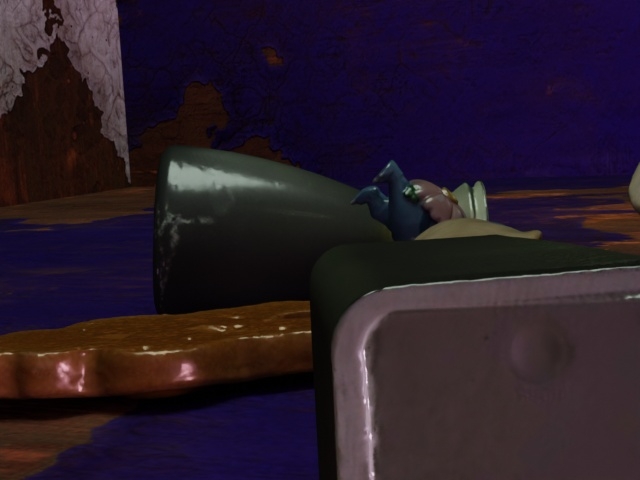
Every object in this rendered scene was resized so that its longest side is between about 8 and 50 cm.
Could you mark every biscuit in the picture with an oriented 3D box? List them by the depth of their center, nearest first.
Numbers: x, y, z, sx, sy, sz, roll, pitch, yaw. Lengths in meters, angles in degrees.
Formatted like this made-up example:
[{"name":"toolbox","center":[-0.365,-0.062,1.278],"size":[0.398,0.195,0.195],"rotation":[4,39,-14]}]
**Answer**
[{"name":"biscuit","center":[-0.110,0.088,1.057],"size":[0.334,0.047,0.202],"rotation":[-4,5,-23]}]

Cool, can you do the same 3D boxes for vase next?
[{"name":"vase","center":[0.000,0.000,1.340],"size":[0.321,0.173,0.173],"rotation":[3,6,-3]}]

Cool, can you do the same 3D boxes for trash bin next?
[{"name":"trash bin","center":[0.057,0.079,0.506],"size":[0.122,0.164,0.240],"rotation":[-4,6,-4]}]

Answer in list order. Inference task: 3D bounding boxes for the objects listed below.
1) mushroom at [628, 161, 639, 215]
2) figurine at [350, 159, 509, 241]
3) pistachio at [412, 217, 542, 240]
[{"name":"mushroom","center":[0.465,-0.166,1.239],"size":[0.353,0.353,0.325],"rotation":[2,29,41]},{"name":"figurine","center":[0.097,0.021,1.197],"size":[0.144,0.178,0.114],"rotation":[-47,2,-18]},{"name":"pistachio","center":[0.096,0.055,0.917],"size":[0.152,0.126,0.223],"rotation":[-37,1,18]}]
